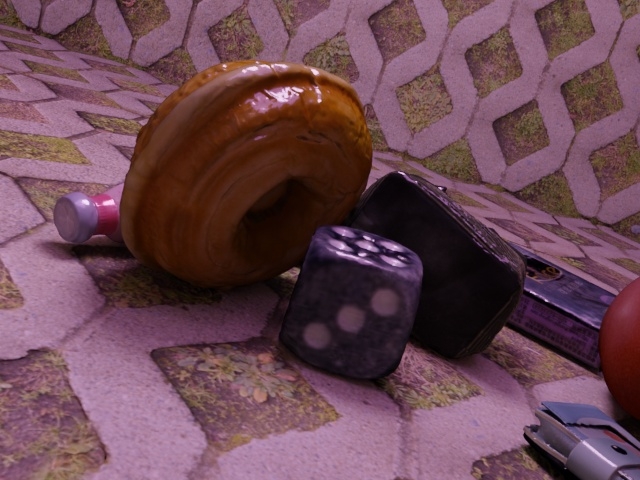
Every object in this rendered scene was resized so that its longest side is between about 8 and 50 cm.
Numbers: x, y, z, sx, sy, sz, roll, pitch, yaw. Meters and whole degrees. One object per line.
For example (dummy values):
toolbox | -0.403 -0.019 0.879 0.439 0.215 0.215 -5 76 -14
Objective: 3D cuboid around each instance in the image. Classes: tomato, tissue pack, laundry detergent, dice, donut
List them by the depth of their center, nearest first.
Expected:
dice | 0.047 0.089 1.123 0.183 0.182 0.181 17 17 1
donut | -0.109 -0.095 1.191 0.449 0.449 0.198 0 43 -49
tomato | 0.635 0.180 1.249 0.321 0.322 0.321 17 16 -5
laundry detergent | -0.295 -0.054 1.292 0.335 0.159 0.088 -10 61 -51
tissue pack | 0.487 0.131 1.602 0.361 0.122 0.259 31 23 31

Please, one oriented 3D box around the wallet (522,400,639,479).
wallet | 0.407 0.314 0.990 0.176 0.075 0.250 15 15 -34

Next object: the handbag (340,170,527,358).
handbag | 0.210 0.033 1.352 0.340 0.247 0.240 41 22 13
